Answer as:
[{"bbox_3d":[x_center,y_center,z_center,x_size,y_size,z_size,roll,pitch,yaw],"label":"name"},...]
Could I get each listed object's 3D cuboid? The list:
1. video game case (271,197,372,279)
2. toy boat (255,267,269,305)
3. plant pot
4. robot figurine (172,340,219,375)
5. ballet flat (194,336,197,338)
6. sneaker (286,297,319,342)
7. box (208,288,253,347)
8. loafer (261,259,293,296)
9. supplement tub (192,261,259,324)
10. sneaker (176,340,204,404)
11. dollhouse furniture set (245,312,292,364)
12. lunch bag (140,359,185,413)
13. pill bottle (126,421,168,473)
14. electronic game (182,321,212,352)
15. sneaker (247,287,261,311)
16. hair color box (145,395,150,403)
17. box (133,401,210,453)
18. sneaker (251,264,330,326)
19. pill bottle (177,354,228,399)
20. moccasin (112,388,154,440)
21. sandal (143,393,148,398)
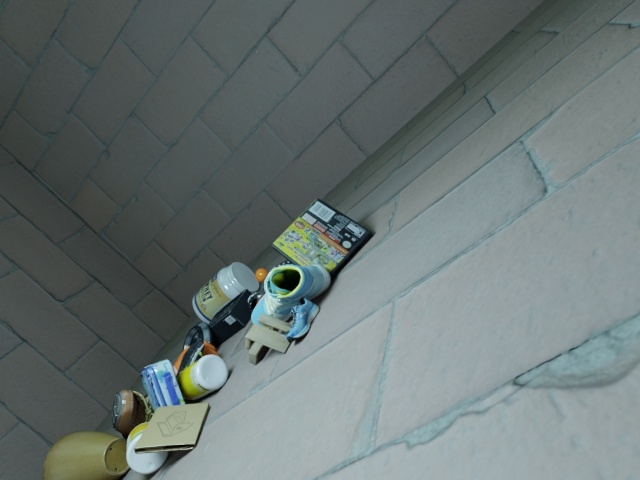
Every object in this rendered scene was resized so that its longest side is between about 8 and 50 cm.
[{"bbox_3d":[0.000,0.000,1.575,0.248,0.035,0.275,-46,53,-12],"label":"video game case"},{"bbox_3d":[-0.202,0.171,1.836,0.151,0.151,0.231,-35,15,30],"label":"toy boat"},{"bbox_3d":[-0.793,0.780,1.603,0.254,0.237,0.237,-24,18,25],"label":"plant pot"},{"bbox_3d":[-0.510,0.504,1.802,0.219,0.158,0.128,-46,-6,-7],"label":"robot figurine"},{"bbox_3d":[-0.635,0.519,2.425,0.188,0.070,0.070,-48,10,-22],"label":"ballet flat"},{"bbox_3d":[-0.066,0.224,1.293,0.063,0.073,0.162,-38,11,34],"label":"sneaker"},{"bbox_3d":[-0.420,0.364,2.104,0.261,0.103,0.184,-39,15,33],"label":"box"},{"bbox_3d":[-0.048,0.110,1.647,0.366,0.133,0.130,-36,-18,-3],"label":"loafer"},{"bbox_3d":[-0.503,0.284,2.416,0.316,0.228,0.228,-42,10,19],"label":"supplement tub"},{"bbox_3d":[-0.479,0.497,1.703,0.084,0.097,0.234,-15,48,50],"label":"sneaker"},{"bbox_3d":[-0.141,0.313,1.372,0.144,0.123,0.151,-56,-20,-50],"label":"dollhouse furniture set"},{"bbox_3d":[-0.523,0.514,1.521,0.090,0.219,0.176,-18,-6,-35],"label":"lunch bag"},{"bbox_3d":[-0.535,0.630,1.397,0.117,0.117,0.208,-48,10,-23],"label":"pill bottle"},{"bbox_3d":[-0.555,0.480,2.037,0.229,0.048,0.229,-23,57,41],"label":"electronic game"},{"bbox_3d":[-0.234,0.234,1.979,0.234,0.078,0.106,-43,16,16],"label":"sneaker"},{"bbox_3d":[-0.768,0.735,2.092,0.072,0.043,0.141,-7,34,40],"label":"hair color box"},{"bbox_3d":[-0.423,0.540,1.316,0.165,0.021,0.201,-5,11,-1],"label":"box"},{"bbox_3d":[-0.141,0.171,1.417,0.319,0.127,0.208,-40,-24,18],"label":"sneaker"},{"bbox_3d":[-0.415,0.475,1.553,0.215,0.117,0.117,-36,13,40],"label":"pill bottle"},{"bbox_3d":[-0.642,0.619,1.592,0.380,0.147,0.139,103,159,-48],"label":"moccasin"},{"bbox_3d":[-0.811,0.770,2.193,0.180,0.049,0.072,-27,19,12],"label":"sandal"}]
